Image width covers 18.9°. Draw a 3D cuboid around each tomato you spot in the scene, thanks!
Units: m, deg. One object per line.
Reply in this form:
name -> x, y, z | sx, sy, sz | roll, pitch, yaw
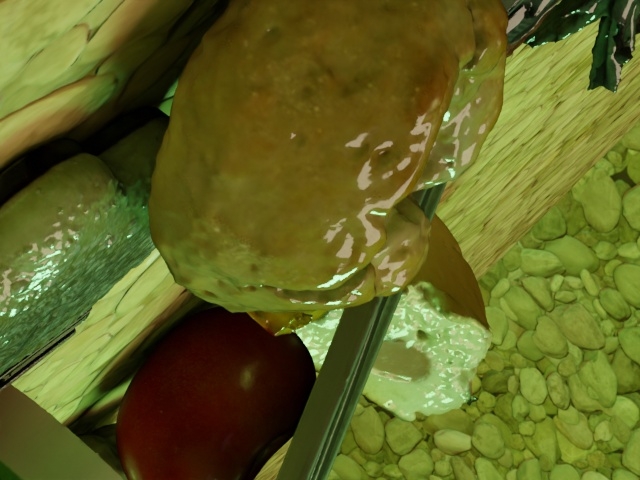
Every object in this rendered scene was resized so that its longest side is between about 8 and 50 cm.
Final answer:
tomato -> -0.094, 0.144, 1.662 | 0.195, 0.136, 0.195 | -49, 172, -10

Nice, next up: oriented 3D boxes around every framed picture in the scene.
framed picture -> 0.035, 0.090, 1.709 | 0.326, 0.028, 0.446 | 70, 42, -82

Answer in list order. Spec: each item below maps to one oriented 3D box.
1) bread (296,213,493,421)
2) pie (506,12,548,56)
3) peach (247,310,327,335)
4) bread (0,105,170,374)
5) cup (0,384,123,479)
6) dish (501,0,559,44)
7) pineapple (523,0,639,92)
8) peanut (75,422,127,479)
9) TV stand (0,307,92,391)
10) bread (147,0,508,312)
bread -> 0.096, 0.115, 2.167 | 0.184, 0.211, 0.224 | -38, 180, 25
pie -> 0.124, -0.161, 1.418 | 0.182, 0.049, 0.182 | -43, 172, -7
peach -> -0.003, -0.002, 1.425 | 0.151, 0.118, 0.151 | -33, 130, -52
bread -> -0.163, 0.021, 1.016 | 0.286, 0.056, 0.207 | -39, 173, -31
cup -> -0.242, 0.244, 1.250 | 0.274, 0.253, 0.253 | -48, 174, -17
dish -> 0.095, -0.159, 1.186 | 0.243, 0.080, 0.182 | -43, 172, 17
pineapple -> 0.270, -0.230, 1.469 | 0.165, 0.165, 0.364 | -39, 180, -18
peanut -> -0.203, 0.214, 1.740 | 0.104, 0.085, 0.228 | -33, 176, 15
TV stand -> -0.243, 0.106, 1.142 | 0.249, 0.036, 0.042 | -39, 173, -20
bread -> 0.014, -0.063, 0.997 | 0.244, 0.134, 0.244 | -56, 168, -19
